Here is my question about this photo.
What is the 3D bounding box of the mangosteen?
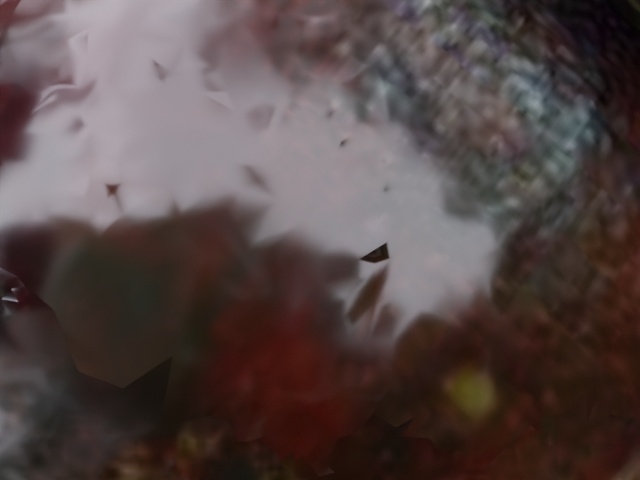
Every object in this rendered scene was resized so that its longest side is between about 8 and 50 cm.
[{"bbox_3d":[0.000,0.000,0.479,0.306,0.306,0.359,20,69,38],"label":"mangosteen"}]
